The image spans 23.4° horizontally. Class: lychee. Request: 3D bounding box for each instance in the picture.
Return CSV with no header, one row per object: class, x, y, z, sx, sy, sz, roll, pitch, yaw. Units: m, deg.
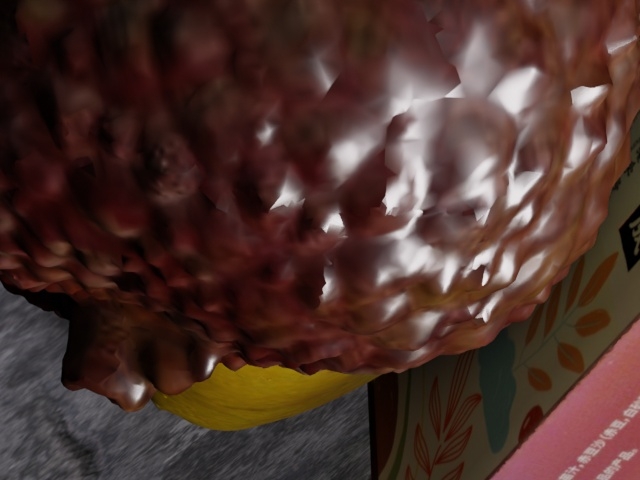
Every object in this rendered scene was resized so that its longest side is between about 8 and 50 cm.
lychee,-0.020,-0.067,0.505,0.260,0.260,0.260,-38,164,-13

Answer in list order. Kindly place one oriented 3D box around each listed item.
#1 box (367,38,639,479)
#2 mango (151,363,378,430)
box,0.159,-0.012,0.927,0.122,0.345,0.385,16,135,-18
mango,0.000,0.000,0.830,0.253,0.182,0.365,-27,161,-33
